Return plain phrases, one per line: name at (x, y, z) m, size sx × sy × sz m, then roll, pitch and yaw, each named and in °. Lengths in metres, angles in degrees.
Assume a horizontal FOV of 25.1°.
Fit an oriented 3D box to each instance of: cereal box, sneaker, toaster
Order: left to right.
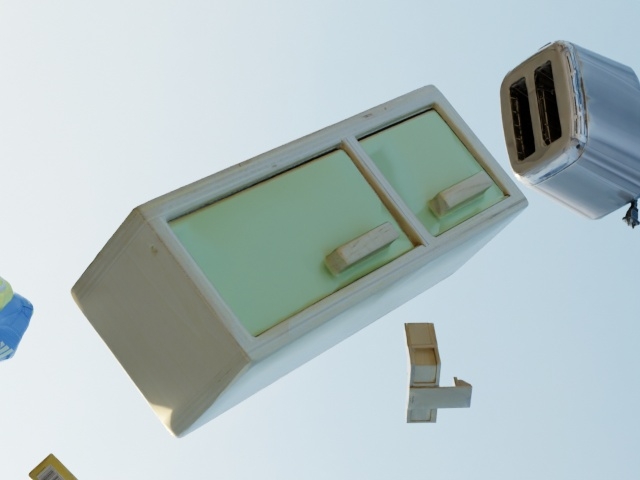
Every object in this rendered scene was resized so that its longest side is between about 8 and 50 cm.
sneaker at (-0.390, 0.126, 1.480) m, size 0.240 × 0.126 × 0.091 m, roll -37°, pitch -121°, yaw 17°
cereal box at (-0.306, 0.371, 1.893) m, size 0.047 × 0.173 × 0.240 m, roll -44°, pitch 173°, yaw -17°
toaster at (0.299, -0.126, 1.684) m, size 0.129 × 0.146 × 0.227 m, roll -31°, pitch -130°, yaw 42°

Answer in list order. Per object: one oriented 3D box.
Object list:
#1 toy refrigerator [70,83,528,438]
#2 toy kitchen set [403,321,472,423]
toy refrigerator at (0.000, 0.000, 0.823) m, size 0.269 × 0.102 × 0.094 m, roll -26°, pitch 165°, yaw -47°
toy kitchen set at (0.125, 0.144, 1.555) m, size 0.075 × 0.068 × 0.083 m, roll -96°, pitch -174°, yaw -56°
